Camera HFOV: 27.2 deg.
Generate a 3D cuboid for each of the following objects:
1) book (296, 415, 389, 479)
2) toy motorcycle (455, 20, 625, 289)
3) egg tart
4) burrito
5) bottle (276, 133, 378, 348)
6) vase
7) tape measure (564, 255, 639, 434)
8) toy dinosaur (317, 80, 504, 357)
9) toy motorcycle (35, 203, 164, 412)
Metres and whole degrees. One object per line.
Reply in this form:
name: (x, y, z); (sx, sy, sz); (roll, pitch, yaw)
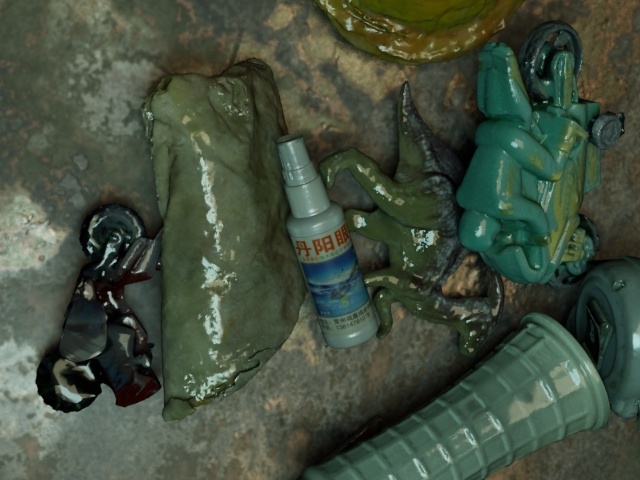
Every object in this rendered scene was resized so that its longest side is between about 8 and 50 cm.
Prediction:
book: (-0.015, 0.428, 1.395); (0.428, 0.039, 0.300); (-39, 102, -7)
toy motorcycle: (0.207, -0.069, 1.336); (0.198, 0.109, 0.296); (-23, 119, -35)
egg tart: (0.101, -0.321, 1.316); (0.288, 0.118, 0.288); (0, 92, -9)
burrito: (-0.086, -0.007, 1.291); (0.175, 0.107, 0.347); (-5, 93, -38)
bottle: (0.000, 0.000, 1.280); (0.060, 0.060, 0.217); (-22, 111, -9)
vase: (0.131, 0.204, 1.336); (0.299, 0.143, 0.143); (-29, 101, -15)
tape measure: (0.326, 0.145, 1.282); (0.084, 0.330, 0.164); (-9, 126, -9)
toy dinosaur: (0.092, -0.006, 1.364); (0.162, 0.077, 0.294); (-22, 114, -14)
toy motorcycle: (-0.199, 0.074, 1.300); (0.122, 0.082, 0.213); (16, 93, -12)
